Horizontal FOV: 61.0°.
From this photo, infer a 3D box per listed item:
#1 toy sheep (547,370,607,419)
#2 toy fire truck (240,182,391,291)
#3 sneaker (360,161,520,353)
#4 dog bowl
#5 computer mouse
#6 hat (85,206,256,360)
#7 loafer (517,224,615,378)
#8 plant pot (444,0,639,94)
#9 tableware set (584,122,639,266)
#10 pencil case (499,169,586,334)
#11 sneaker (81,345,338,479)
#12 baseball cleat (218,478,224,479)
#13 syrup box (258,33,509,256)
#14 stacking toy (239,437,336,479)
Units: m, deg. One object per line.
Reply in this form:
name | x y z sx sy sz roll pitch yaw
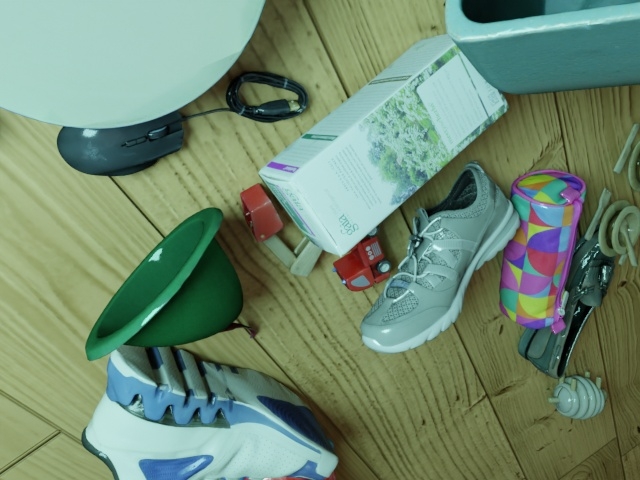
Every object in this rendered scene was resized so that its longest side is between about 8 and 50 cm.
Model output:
toy sheep | 0.497 0.302 1.053 0.132 0.091 0.091 2 119 -11
toy fire truck | 0.000 0.000 0.641 0.135 0.047 0.192 -28 129 -7
sneaker | 0.131 0.016 0.669 0.281 0.105 0.115 -47 116 -26
dog bowl | -0.171 -0.219 0.385 0.265 0.104 0.265 -12 123 -19
computer mouse | -0.121 -0.111 0.517 0.242 0.041 0.071 -19 125 -16
hat | -0.098 0.085 0.548 0.173 0.208 0.183 -32 115 27
loafer | 0.427 0.107 0.893 0.096 0.084 0.267 7 116 -30
plant pot | 0.256 -0.246 0.460 0.252 0.247 0.248 16 76 -66
tableware set | 0.474 -0.064 0.807 0.128 0.039 0.194 24 90 -35
pencil case | 0.316 0.019 0.777 0.104 0.104 0.236 -20 125 -14
sneaker | -0.151 0.251 0.671 0.315 0.127 0.182 30 98 -29
baseball cleat | -0.198 0.372 0.758 0.109 0.072 0.206 33 102 -37
syrup box | 0.063 -0.101 0.547 0.237 0.096 0.093 -41 115 -10
stacking toy | -0.015 0.429 0.737 0.166 0.302 0.175 12 113 -31
